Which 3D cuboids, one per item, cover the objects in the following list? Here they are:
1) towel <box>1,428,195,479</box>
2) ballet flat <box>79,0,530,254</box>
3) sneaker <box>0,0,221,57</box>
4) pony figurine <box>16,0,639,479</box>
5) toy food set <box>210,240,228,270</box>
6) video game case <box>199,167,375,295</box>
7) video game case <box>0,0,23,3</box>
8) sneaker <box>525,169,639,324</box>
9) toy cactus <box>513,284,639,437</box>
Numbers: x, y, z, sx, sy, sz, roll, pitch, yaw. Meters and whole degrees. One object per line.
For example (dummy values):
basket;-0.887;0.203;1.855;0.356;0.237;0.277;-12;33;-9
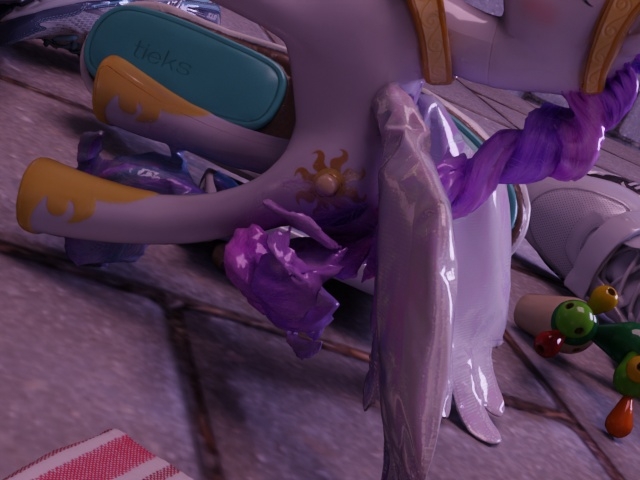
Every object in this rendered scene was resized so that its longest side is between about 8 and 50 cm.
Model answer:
towel;-0.048;0.145;0.362;0.197;0.029;0.144;30;17;18
ballet flat;-0.013;-0.084;0.851;0.400;0.139;0.139;25;16;14
sneaker;-0.206;-0.217;1.036;0.283;0.122;0.110;-23;26;-39
pony figurine;0.020;-0.045;0.576;0.364;0.351;0.303;11;10;13
toy food set;-0.069;0.003;0.753;0.122;0.019;0.078;27;16;24
video game case;0.000;0.000;0.796;0.201;0.023;0.183;24;7;-10
video game case;-0.330;-0.232;0.889;0.196;0.026;0.274;-4;22;-2
sneaker;0.328;0.036;1.031;0.366;0.137;0.210;39;18;23
toy cactus;0.241;0.091;0.859;0.219;0.112;0.180;10;5;-38
